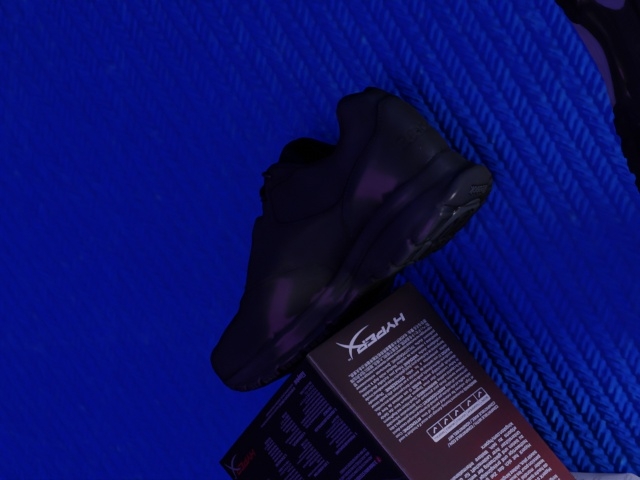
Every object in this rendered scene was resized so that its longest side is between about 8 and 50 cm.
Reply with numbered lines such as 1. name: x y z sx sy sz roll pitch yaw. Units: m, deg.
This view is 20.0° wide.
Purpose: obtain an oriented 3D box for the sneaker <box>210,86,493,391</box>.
1. sneaker: 0.000 0.000 1.303 0.130 0.109 0.286 50 125 9

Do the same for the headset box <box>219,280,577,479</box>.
1. headset box: 0.083 0.208 1.303 0.293 0.110 0.218 50 148 10

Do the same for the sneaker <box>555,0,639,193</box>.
1. sneaker: 0.223 -0.173 0.991 0.410 0.182 0.158 65 162 -12

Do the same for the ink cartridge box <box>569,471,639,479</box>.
1. ink cartridge box: 0.252 0.236 1.304 0.179 0.045 0.145 -4 114 28
